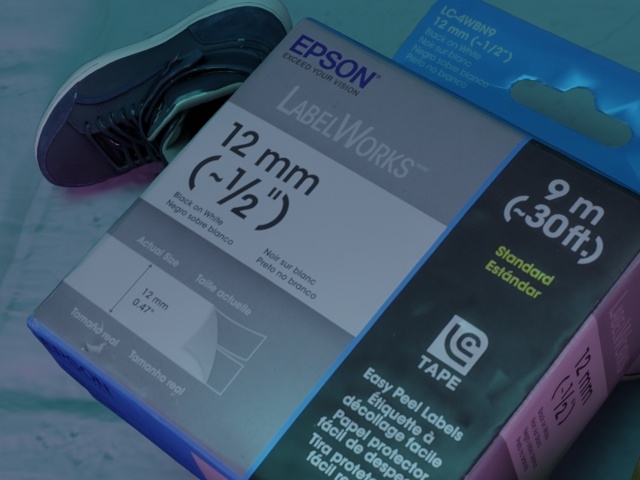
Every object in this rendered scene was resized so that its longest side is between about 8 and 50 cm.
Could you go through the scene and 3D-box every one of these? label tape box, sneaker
[{"bbox_3d":[0.053,-0.003,0.775,0.249,0.115,0.348,32,75,29],"label":"label tape box"},{"bbox_3d":[-0.122,-0.072,1.001,0.226,0.086,0.163,-31,32,22],"label":"sneaker"}]

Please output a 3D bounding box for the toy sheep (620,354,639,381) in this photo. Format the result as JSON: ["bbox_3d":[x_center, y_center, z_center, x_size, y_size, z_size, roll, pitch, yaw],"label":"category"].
[{"bbox_3d":[0.163,0.041,0.835,0.091,0.091,0.132,-33,65,1],"label":"toy sheep"}]

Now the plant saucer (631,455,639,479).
[{"bbox_3d":[0.281,0.082,0.615,0.333,0.333,0.081,-31,93,2],"label":"plant saucer"}]
